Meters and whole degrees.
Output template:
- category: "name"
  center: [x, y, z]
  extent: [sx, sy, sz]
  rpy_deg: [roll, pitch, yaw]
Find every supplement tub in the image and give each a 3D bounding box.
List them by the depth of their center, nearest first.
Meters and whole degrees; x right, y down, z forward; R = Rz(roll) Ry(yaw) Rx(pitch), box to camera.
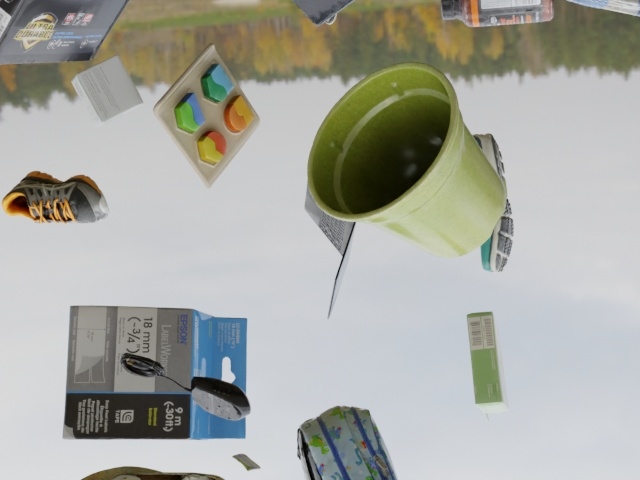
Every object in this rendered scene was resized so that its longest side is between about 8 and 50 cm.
- category: "supplement tub"
  center: [0.317, -0.439, 1.683]
  extent: [0.198, 0.106, 0.106]
  rpy_deg: [-1, -169, 14]

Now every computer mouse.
- category: "computer mouse"
  center: [-0.223, 0.234, 1.565]
  extent: [0.242, 0.071, 0.041]
  rpy_deg: [22, -129, 10]

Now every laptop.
- category: "laptop"
  center: [0.000, 0.000, 2.076]
  extent: [0.136, 0.264, 0.234]
  rpy_deg: [-32, 161, -18]

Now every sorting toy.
- category: "sorting toy"
  center: [-0.201, -0.230, 1.741]
  extent: [0.038, 0.208, 0.193]
  rpy_deg: [6, -130, 38]

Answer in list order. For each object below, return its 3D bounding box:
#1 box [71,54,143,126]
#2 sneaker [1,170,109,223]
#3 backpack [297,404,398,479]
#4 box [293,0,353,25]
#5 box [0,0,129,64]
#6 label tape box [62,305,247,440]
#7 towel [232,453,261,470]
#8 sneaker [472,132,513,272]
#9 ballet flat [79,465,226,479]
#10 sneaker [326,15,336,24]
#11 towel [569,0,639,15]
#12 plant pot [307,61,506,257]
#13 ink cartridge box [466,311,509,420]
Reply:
- category: "box"
  center: [-0.391, -0.272, 1.716]
  extent: [0.087, 0.102, 0.101]
  rpy_deg: [-31, -168, -16]
- category: "sneaker"
  center: [-0.430, -0.058, 1.528]
  extent: [0.215, 0.084, 0.083]
  rpy_deg: [6, -146, 35]
- category: "backpack"
  center: [0.074, 0.575, 2.249]
  extent: [0.273, 0.355, 0.290]
  rpy_deg: [-38, 164, -7]
- category: "box"
  center: [0.033, -0.643, 1.316]
  extent: [0.480, 0.472, 0.297]
  rpy_deg: [-23, -152, 49]
- category: "box"
  center: [-0.369, -0.404, 1.416]
  extent: [0.073, 0.293, 0.295]
  rpy_deg: [41, -161, 5]
- category: "label tape box"
  center: [-0.295, 0.245, 1.724]
  extent: [0.333, 0.241, 0.106]
  rpy_deg: [2, 167, -11]
- category: "towel"
  center: [-0.182, 0.547, 2.309]
  extent: [0.060, 0.009, 0.083]
  rpy_deg: [36, -178, 19]
- category: "sneaker"
  center: [0.305, -0.067, 1.792]
  extent: [0.110, 0.275, 0.107]
  rpy_deg: [-12, 163, 21]
- category: "ballet flat"
  center: [-0.349, 0.531, 1.955]
  extent: [0.348, 0.123, 0.123]
  rpy_deg: [5, -172, -19]
- category: "sneaker"
  center: [0.019, -0.526, 2.091]
  extent: [0.032, 0.083, 0.037]
  rpy_deg: [12, -169, 27]
- category: "towel"
  center: [0.434, -0.487, 1.569]
  extent: [0.285, 0.209, 0.034]
  rpy_deg: [16, 158, 10]
- category: "plant pot"
  center: [0.163, -0.101, 1.512]
  extent: [0.276, 0.276, 0.254]
  rpy_deg: [8, 160, 45]
- category: "ink cartridge box"
  center: [0.322, 0.244, 1.782]
  extent: [0.056, 0.171, 0.235]
  rpy_deg: [-9, 160, 15]
